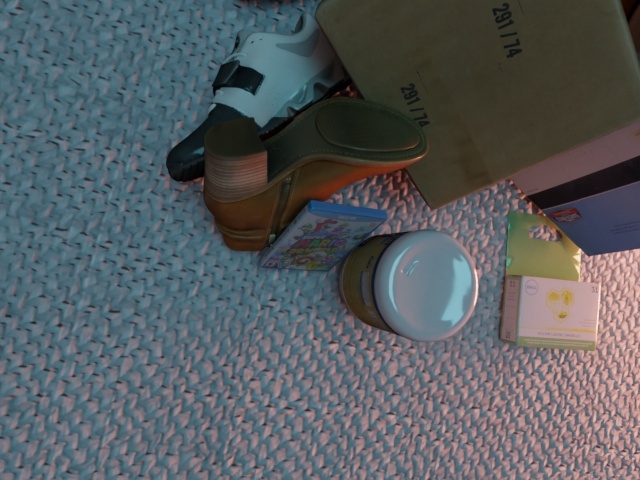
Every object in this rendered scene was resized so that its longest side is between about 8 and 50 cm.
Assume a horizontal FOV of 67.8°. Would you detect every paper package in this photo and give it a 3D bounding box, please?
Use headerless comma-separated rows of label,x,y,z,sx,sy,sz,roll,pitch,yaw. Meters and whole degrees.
paper package,0.199,-0.254,0.616,0.325,0.309,0.168,51,32,-25

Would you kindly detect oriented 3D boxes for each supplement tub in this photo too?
supplement tub,0.113,0.060,0.686,0.144,0.199,0.145,1,88,-17

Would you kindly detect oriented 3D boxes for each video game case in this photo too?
video game case,0.000,0.000,0.667,0.119,0.166,0.015,6,58,-30

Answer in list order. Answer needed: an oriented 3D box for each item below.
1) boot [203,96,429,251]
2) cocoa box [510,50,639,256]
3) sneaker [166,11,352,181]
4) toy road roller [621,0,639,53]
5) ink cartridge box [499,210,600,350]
boot,-0.012,-0.066,0.641,0.283,0.220,0.109,-13,60,-13
cocoa box,0.513,-0.145,0.724,0.228,0.347,0.231,43,76,-3
sneaker,-0.104,-0.211,0.681,0.330,0.122,0.146,-41,99,-24
toy road roller,0.521,-0.450,0.801,0.240,0.203,0.330,11,69,13
ink cartridge box,0.413,0.071,0.851,0.170,0.056,0.235,7,87,-16
